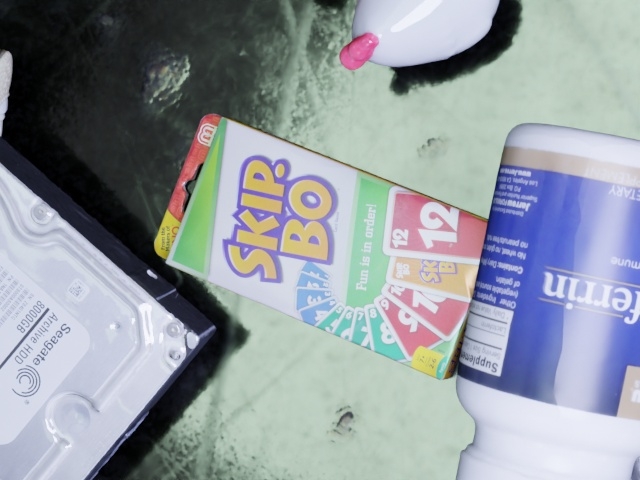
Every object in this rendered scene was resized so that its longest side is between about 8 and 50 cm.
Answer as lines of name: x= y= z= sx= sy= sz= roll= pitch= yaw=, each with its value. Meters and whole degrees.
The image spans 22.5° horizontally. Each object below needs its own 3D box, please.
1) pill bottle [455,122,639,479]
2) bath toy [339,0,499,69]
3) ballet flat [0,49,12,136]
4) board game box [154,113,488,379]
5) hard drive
pill bottle: x=0.178 y=0.061 z=1.113 sx=0.153 sy=0.153 sz=0.265 roll=12 pitch=92 yaw=15
bath toy: x=-0.018 y=-0.259 z=1.187 sx=0.129 sy=0.151 sz=0.348 roll=-40 pitch=85 yaw=-12
ballet flat: x=-0.289 y=-0.080 z=1.304 sx=0.052 sy=0.057 sz=0.168 roll=38 pitch=103 yaw=-15
board game box: x=0.000 y=0.000 z=1.226 sx=0.259 sy=0.039 sz=0.124 roll=22 pitch=93 yaw=18
hard drive: x=-0.282 y=0.048 z=1.254 sx=0.339 sy=0.064 sz=0.237 roll=42 pitch=102 yaw=3
